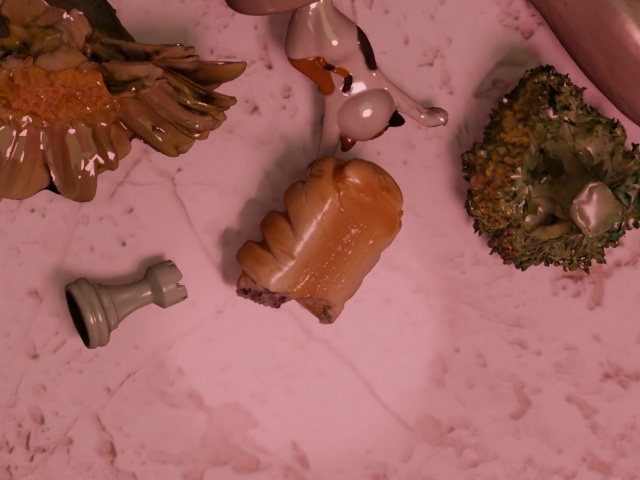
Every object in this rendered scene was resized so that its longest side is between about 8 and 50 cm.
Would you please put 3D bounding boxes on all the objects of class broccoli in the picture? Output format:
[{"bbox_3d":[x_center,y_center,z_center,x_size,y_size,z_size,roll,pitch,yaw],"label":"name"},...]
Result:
[{"bbox_3d":[0.233,-0.054,1.598,0.194,0.194,0.219,-19,106,-9],"label":"broccoli"}]

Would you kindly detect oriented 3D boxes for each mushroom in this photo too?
[{"bbox_3d":[0.272,-0.212,1.624,0.350,0.128,0.128,37,88,-10],"label":"mushroom"}]

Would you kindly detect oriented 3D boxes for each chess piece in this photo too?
[{"bbox_3d":[-0.178,0.054,1.592,0.103,0.067,0.067,-20,101,-19],"label":"chess piece"}]

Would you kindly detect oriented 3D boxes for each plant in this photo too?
[{"bbox_3d":[-0.251,-0.154,1.513,0.306,0.297,0.261,6,127,-53],"label":"plant"}]

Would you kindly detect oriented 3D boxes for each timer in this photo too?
[{"bbox_3d":[0.008,-0.192,1.572,0.175,0.175,0.266,-27,118,-8],"label":"timer"}]

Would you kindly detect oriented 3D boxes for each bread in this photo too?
[{"bbox_3d":[0.000,0.000,1.598,0.119,0.084,0.177,35,97,-37],"label":"bread"}]
